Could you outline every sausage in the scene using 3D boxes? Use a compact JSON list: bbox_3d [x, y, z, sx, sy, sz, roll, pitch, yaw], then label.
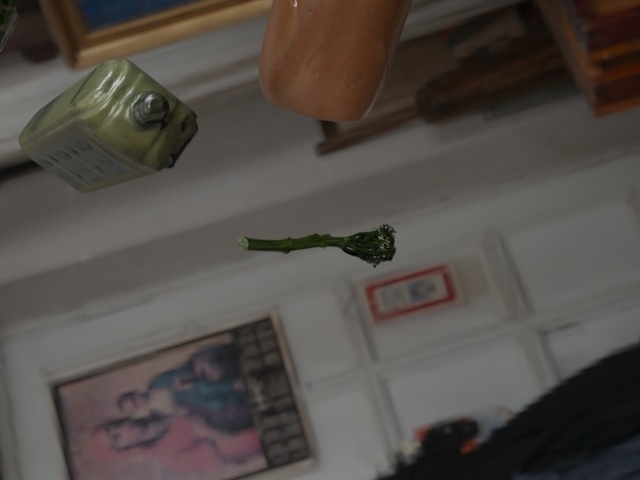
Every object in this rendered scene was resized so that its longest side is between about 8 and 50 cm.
[{"bbox_3d":[0.032,-0.253,1.299,0.121,0.121,0.304,-109,32,-59],"label":"sausage"}]

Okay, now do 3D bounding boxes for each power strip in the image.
[{"bbox_3d":[-0.183,-0.087,1.256,0.092,0.066,0.387,36,166,-15],"label":"power strip"}]

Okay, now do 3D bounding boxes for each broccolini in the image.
[{"bbox_3d":[0.001,-0.001,1.660,0.042,0.218,0.044,-34,61,41],"label":"broccolini"}]

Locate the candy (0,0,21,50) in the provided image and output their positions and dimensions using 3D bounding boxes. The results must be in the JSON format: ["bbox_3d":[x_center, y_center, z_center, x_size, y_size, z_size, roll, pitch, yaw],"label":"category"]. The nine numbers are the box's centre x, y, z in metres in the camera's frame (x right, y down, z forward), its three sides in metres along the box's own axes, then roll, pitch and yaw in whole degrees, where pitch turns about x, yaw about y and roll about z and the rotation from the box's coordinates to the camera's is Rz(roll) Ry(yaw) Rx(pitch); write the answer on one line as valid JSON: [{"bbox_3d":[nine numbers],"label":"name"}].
[{"bbox_3d":[-0.309,-0.212,1.337,0.141,0.078,0.203,-68,11,-8],"label":"candy"}]
